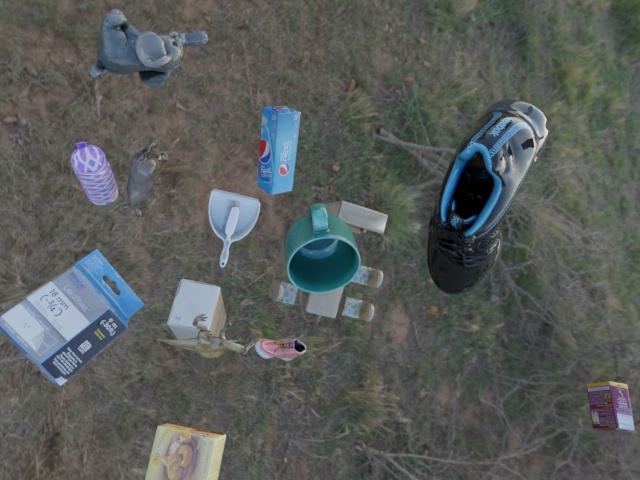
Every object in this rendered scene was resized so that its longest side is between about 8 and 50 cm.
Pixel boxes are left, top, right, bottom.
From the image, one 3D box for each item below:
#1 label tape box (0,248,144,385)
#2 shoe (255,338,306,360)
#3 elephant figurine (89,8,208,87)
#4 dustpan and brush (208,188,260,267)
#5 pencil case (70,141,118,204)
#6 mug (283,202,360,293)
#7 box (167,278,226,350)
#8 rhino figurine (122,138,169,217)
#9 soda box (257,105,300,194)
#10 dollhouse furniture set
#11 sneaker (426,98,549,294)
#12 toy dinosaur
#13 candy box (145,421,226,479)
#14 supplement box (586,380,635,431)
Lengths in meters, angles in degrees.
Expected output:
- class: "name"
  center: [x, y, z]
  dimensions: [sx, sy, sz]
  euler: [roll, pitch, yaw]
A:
- class: "label tape box"
  center: [-0.694, 0.204, 1.256]
  dimensions: [0.333, 0.106, 0.240]
  euler: [-47, 112, -38]
- class: "shoe"
  center: [-0.126, 0.348, 1.424]
  dimensions: [0.178, 0.081, 0.063]
  euler: [30, 38, -46]
- class: "elephant figurine"
  center: [-0.447, -0.497, 1.157]
  dimensions: [0.240, 0.169, 0.186]
  euler: [18, 116, -13]
- class: "dustpan and brush"
  center: [-0.264, -0.028, 1.263]
  dimensions: [0.147, 0.060, 0.211]
  euler: [12, 103, -23]
- class: "pencil case"
  center: [-0.589, -0.168, 1.146]
  dimensions: [0.086, 0.206, 0.088]
  euler: [-14, 76, -22]
- class: "mug"
  center: [0.006, 0.006, 0.773]
  dimensions: [0.130, 0.157, 0.097]
  euler: [20, 32, -24]
- class: "box"
  center: [-0.384, 0.252, 1.389]
  dimensions: [0.121, 0.311, 0.147]
  euler: [11, 64, -3]
- class: "rhino figurine"
  center: [-0.479, -0.148, 1.170]
  dimensions: [0.073, 0.243, 0.106]
  euler: [27, 40, -8]
- class: "soda box"
  center: [-0.108, -0.228, 1.107]
  dimensions: [0.071, 0.067, 0.210]
  euler: [-17, 127, -39]
- class: "dollhouse furniture set"
  center: [0.060, 0.077, 1.534]
  dimensions: [0.362, 0.256, 0.393]
  euler: [16, 87, -18]
- class: "sneaker"
  center: [0.209, -0.033, 0.648]
  dimensions: [0.140, 0.125, 0.340]
  euler: [-38, 145, -36]
- class: "toy dinosaur"
  center: [-0.213, 0.185, 0.795]
  dimensions: [0.183, 0.092, 0.053]
  euler: [7, 37, -8]
- class: "candy box"
  center: [-0.392, 0.693, 1.216]
  dimensions: [0.087, 0.183, 0.316]
  euler: [48, 50, -72]
- class: "supplement box"
  center: [0.536, 0.308, 0.807]
  dimensions: [0.043, 0.055, 0.083]
  euler: [14, 64, -13]
